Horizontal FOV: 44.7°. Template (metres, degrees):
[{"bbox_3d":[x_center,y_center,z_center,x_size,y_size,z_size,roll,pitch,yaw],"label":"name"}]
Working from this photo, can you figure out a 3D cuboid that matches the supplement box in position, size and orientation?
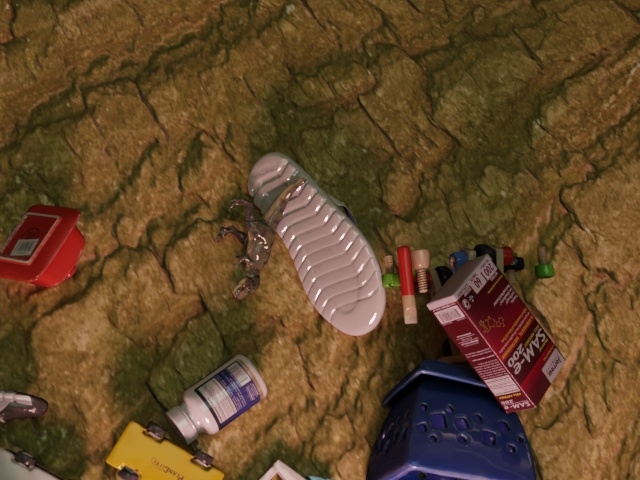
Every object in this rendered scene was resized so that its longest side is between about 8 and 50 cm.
[{"bbox_3d":[0.303,0.159,1.332,0.239,0.073,0.130,53,52,-7],"label":"supplement box"}]

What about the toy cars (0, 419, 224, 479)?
[{"bbox_3d":[-0.364,0.401,1.307,0.393,0.087,0.176,-9,82,-13],"label":"toy cars"}]

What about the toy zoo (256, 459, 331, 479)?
[{"bbox_3d":[-0.081,0.524,1.356,0.293,0.030,0.192,-40,82,-24],"label":"toy zoo"}]

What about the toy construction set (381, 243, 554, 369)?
[{"bbox_3d":[0.257,0.141,1.472,0.309,0.257,0.237,6,73,-38],"label":"toy construction set"}]

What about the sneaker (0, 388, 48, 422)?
[{"bbox_3d":[-0.576,0.313,1.297,0.228,0.086,0.132,5,71,-1],"label":"sneaker"}]

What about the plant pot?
[{"bbox_3d":[0.229,0.351,1.401,0.236,0.236,0.212,14,59,-10],"label":"plant pot"}]

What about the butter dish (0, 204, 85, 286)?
[{"bbox_3d":[-0.493,0.027,1.416,0.160,0.118,0.160,7,57,35],"label":"butter dish"}]

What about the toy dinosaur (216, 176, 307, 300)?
[{"bbox_3d":[-0.133,-0.021,1.525,0.118,0.064,0.268,25,93,2],"label":"toy dinosaur"}]

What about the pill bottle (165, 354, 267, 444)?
[{"bbox_3d":[-0.187,0.287,1.392,0.169,0.094,0.094,-33,79,-23],"label":"pill bottle"}]

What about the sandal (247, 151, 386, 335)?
[{"bbox_3d":[0.011,-0.008,1.556,0.416,0.169,0.102,58,27,13],"label":"sandal"}]
